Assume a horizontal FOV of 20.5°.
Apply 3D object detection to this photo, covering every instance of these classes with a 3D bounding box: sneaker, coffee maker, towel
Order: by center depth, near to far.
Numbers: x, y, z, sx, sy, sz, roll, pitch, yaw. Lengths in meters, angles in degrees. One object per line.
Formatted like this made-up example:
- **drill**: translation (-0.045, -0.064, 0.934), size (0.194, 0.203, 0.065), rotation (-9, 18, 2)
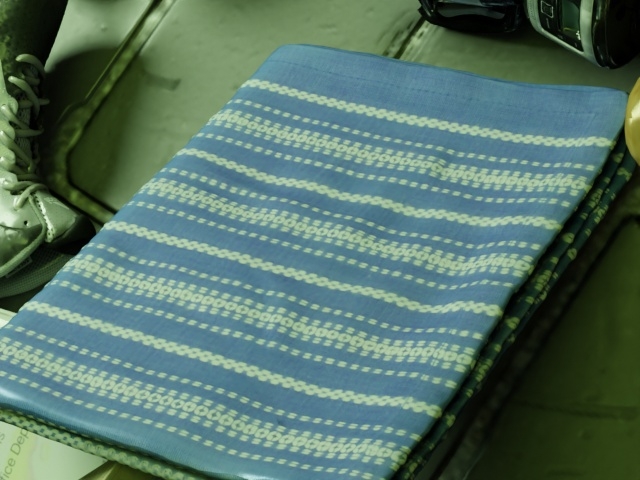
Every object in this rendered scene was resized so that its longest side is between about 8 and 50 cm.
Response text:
- **towel**: translation (0.000, 0.000, 0.904), size (0.243, 0.040, 0.336), rotation (14, 41, 26)
- **coffee maker**: translation (0.124, -0.192, 0.981), size (0.178, 0.120, 0.171), rotation (23, 79, 27)
- **sneaker**: translation (-0.177, -0.053, 1.075), size (0.132, 0.086, 0.229), rotation (26, 91, 23)

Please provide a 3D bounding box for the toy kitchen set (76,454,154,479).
- **toy kitchen set**: translation (-0.092, 0.147, 0.841), size (0.068, 0.075, 0.083), rotation (-33, 16, 45)

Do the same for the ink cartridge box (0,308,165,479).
- **ink cartridge box**: translation (-0.141, 0.167, 0.937), size (0.306, 0.131, 0.226), rotation (15, 76, 27)

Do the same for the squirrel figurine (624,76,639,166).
- **squirrel figurine**: translation (0.232, -0.209, 0.813), size (0.281, 0.397, 0.370), rotation (-44, 58, 21)
